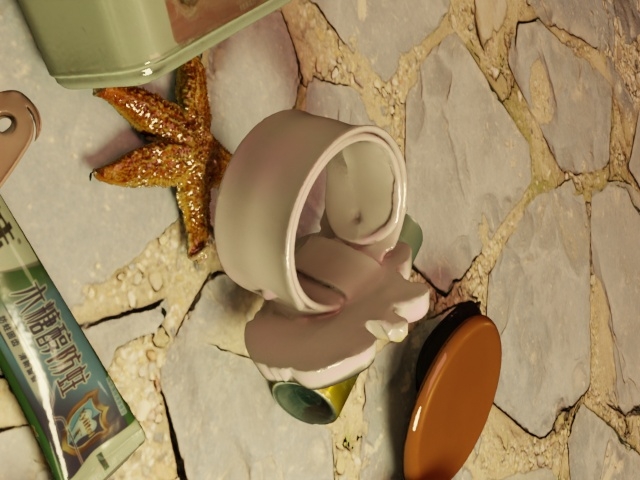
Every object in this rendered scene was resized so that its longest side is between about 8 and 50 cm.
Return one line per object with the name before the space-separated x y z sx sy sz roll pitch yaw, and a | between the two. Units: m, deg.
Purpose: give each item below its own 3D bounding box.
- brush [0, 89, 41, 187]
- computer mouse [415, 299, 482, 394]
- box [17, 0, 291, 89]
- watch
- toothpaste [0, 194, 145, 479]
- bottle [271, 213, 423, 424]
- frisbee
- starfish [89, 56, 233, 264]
brush | -0.294 0.027 0.777 0.072 0.067 0.312 27 75 -14
computer mouse | 0.166 0.154 1.419 0.099 0.057 0.172 45 65 -54
box | -0.147 -0.267 0.972 0.312 0.175 0.182 -44 128 -47
watch | 0.000 0.000 1.078 0.244 0.196 0.231 -42 138 -37
toothpaste | -0.254 0.045 0.868 0.099 0.061 0.392 -43 121 -38
bottle | 0.038 0.081 1.243 0.082 0.082 0.286 58 43 -31
frisbee | 0.177 0.217 1.395 0.251 0.021 0.250 -34 134 -44
starfish | -0.139 -0.099 1.062 0.227 0.043 0.240 10 73 -55
